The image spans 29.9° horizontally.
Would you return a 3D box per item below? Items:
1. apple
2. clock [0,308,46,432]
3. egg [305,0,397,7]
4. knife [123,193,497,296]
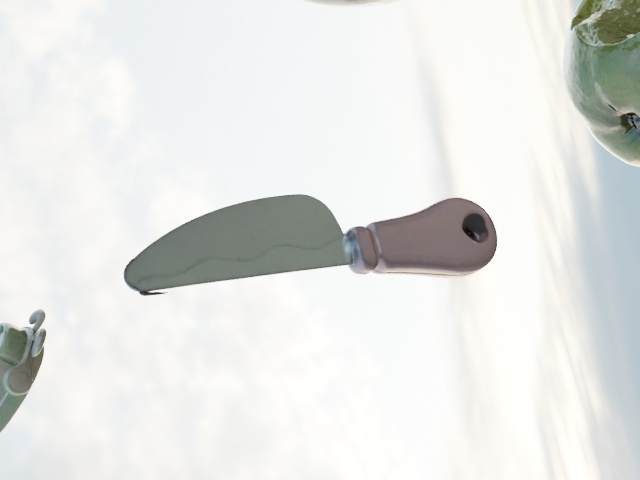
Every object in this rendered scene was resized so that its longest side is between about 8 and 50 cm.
[{"bbox_3d":[0.395,-0.203,1.297,0.279,0.279,0.279,-17,-90,-72],"label":"apple"},{"bbox_3d":[-0.421,0.174,1.567,0.062,0.191,0.151,34,-172,-24],"label":"clock"},{"bbox_3d":[0.043,-0.318,1.194,0.177,0.228,0.177,56,-161,-31],"label":"egg"},{"bbox_3d":[0.000,-0.003,0.978,0.336,0.043,0.081,-2,-111,-28],"label":"knife"}]
